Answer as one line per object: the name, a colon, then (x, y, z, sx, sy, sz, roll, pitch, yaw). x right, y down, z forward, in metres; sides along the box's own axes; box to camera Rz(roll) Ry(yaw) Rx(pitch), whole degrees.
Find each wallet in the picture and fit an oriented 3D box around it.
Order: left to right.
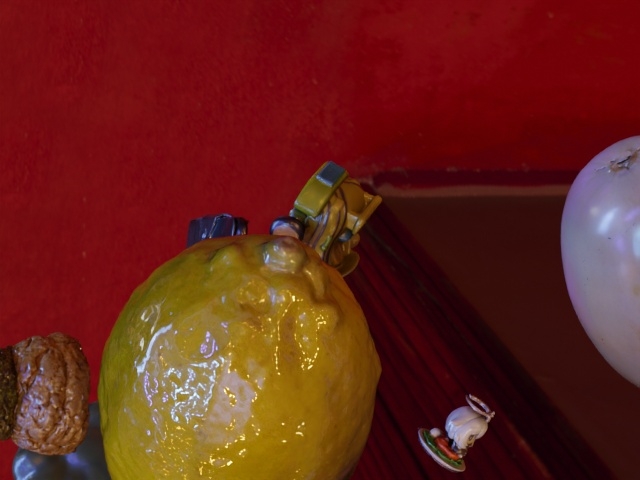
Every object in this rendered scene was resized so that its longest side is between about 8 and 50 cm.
wallet: (-0.185, 0.040, 1.512, 0.045, 0.318, 0.172, 7, 88, -20)

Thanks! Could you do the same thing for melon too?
melon: (0.370, 0.036, 0.920, 0.223, 0.223, 0.317, -37, 119, 3)

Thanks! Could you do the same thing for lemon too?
lemon: (-0.080, 0.139, 0.855, 0.286, 0.285, 0.316, -18, 112, -9)

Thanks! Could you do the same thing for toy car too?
toy car: (0.000, 0.000, 1.447, 0.142, 0.200, 0.247, 31, 129, 5)

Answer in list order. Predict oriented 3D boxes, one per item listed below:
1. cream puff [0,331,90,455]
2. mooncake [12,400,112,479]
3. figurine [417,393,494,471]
cream puff: (-0.430, 0.223, 1.267, 0.169, 0.183, 0.183, 0, 117, -34)
mooncake: (-0.336, 0.390, 1.521, 0.352, 0.351, 0.187, -10, 145, -13)
figurine: (0.301, 0.402, 1.933, 0.132, 0.132, 0.153, 31, 104, -28)
